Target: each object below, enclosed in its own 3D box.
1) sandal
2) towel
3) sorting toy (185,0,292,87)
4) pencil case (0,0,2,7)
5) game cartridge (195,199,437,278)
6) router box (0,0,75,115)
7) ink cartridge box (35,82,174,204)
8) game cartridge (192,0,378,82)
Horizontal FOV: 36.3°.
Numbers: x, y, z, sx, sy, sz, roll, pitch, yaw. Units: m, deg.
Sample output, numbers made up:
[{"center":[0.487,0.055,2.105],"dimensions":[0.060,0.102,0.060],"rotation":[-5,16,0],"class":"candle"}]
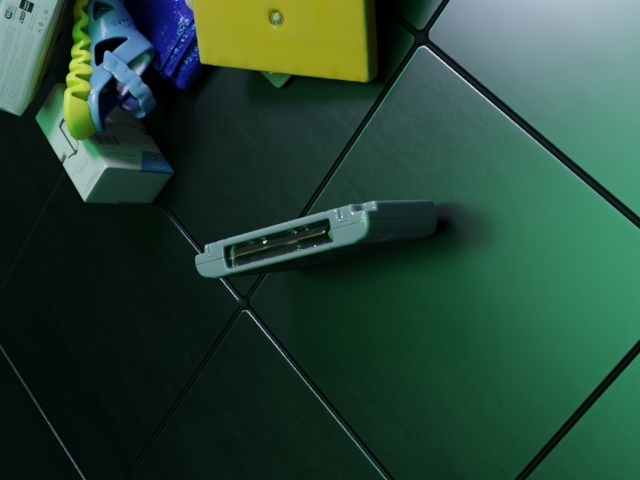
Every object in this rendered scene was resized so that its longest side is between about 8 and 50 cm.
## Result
[{"center":[-0.332,-0.307,1.578],"dimensions":[0.138,0.126,0.318],"rotation":[-1,72,-4],"class":"sandal"},{"center":[-0.202,-0.428,1.579],"dimensions":[0.308,0.076,0.228],"rotation":[-48,63,26],"class":"towel"},{"center":[-0.077,-0.366,1.471],"dimensions":[0.208,0.038,0.193],"rotation":[44,117,-1],"class":"sorting toy"},{"center":[-0.602,-0.491,1.892],"dimensions":[0.070,0.064,0.152],"rotation":[40,113,48],"class":"pencil case"},{"center":[0.000,0.000,1.336],"dimensions":[0.297,0.198,0.062],"rotation":[-15,80,37],"class":"game cartridge"},{"center":[-0.447,-0.416,1.619],"dimensions":[0.301,0.082,0.335],"rotation":[-87,22,-60],"class":"router box"},{"center":[-0.365,-0.162,1.651],"dimensions":[0.086,0.148,0.203],"rotation":[-50,60,28],"class":"ink cartridge box"},{"center":[-0.058,-0.391,1.364],"dimensions":[0.285,0.053,0.324],"rotation":[11,122,23],"class":"game cartridge"}]
